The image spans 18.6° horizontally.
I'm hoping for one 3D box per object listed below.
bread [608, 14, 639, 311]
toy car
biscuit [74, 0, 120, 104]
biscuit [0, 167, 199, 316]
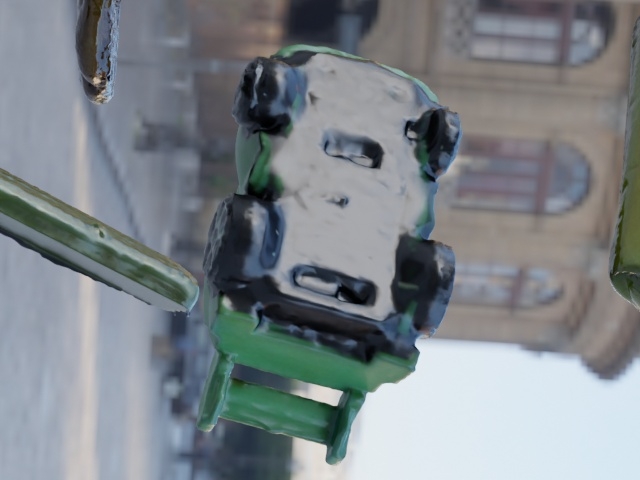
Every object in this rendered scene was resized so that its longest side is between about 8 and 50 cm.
[{"bbox_3d":[0.332,-0.080,1.607,0.112,0.166,0.383,51,34,-31],"label":"bread"},{"bbox_3d":[0.000,0.000,1.784,0.176,0.213,0.358,122,-22,-56],"label":"toy car"},{"bbox_3d":[-0.190,-0.224,1.687,0.212,0.036,0.212,-178,-90,-86],"label":"biscuit"},{"bbox_3d":[-0.225,-0.034,1.267,0.038,0.322,0.099,-64,-167,-11],"label":"biscuit"}]
